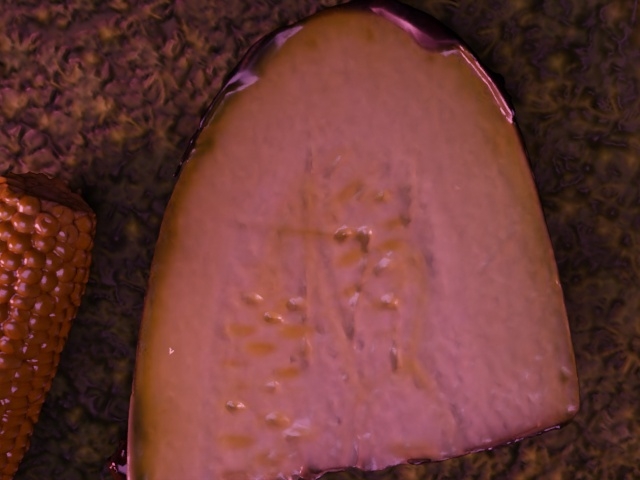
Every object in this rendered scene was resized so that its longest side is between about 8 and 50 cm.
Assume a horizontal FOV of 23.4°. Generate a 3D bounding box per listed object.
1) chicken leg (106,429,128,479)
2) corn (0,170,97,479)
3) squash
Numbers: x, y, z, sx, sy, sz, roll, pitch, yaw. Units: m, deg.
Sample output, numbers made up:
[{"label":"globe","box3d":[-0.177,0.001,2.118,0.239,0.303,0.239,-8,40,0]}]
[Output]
[{"label":"chicken leg","box3d":[-0.061,0.197,0.913,0.196,0.080,0.125,43,98,0]},{"label":"corn","box3d":[-0.199,0.084,0.879,0.091,0.091,0.260,21,106,-20]},{"label":"squash","box3d":[0.000,0.000,0.796,0.237,0.204,0.155,-10,130,10]}]
